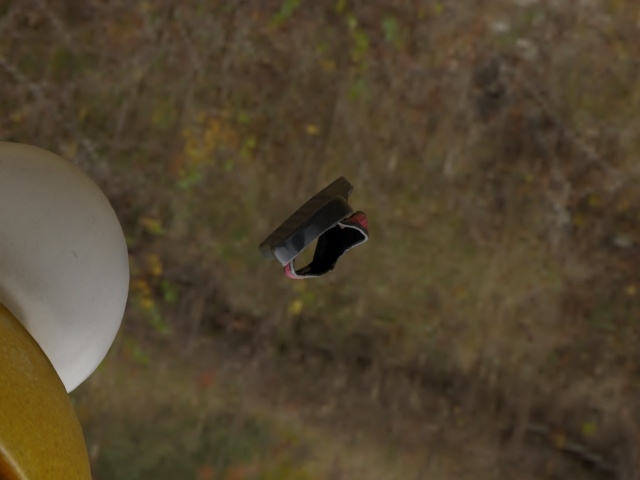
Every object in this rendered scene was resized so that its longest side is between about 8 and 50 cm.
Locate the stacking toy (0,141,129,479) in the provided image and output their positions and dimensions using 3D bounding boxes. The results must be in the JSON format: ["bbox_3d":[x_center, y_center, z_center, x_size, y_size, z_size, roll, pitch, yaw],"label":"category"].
[{"bbox_3d":[-0.202,0.109,0.656,0.351,0.480,0.350,9,127,12],"label":"stacking toy"}]

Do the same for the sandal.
[{"bbox_3d":[0.000,0.000,1.053,0.040,0.067,0.179,48,-176,-4],"label":"sandal"}]
